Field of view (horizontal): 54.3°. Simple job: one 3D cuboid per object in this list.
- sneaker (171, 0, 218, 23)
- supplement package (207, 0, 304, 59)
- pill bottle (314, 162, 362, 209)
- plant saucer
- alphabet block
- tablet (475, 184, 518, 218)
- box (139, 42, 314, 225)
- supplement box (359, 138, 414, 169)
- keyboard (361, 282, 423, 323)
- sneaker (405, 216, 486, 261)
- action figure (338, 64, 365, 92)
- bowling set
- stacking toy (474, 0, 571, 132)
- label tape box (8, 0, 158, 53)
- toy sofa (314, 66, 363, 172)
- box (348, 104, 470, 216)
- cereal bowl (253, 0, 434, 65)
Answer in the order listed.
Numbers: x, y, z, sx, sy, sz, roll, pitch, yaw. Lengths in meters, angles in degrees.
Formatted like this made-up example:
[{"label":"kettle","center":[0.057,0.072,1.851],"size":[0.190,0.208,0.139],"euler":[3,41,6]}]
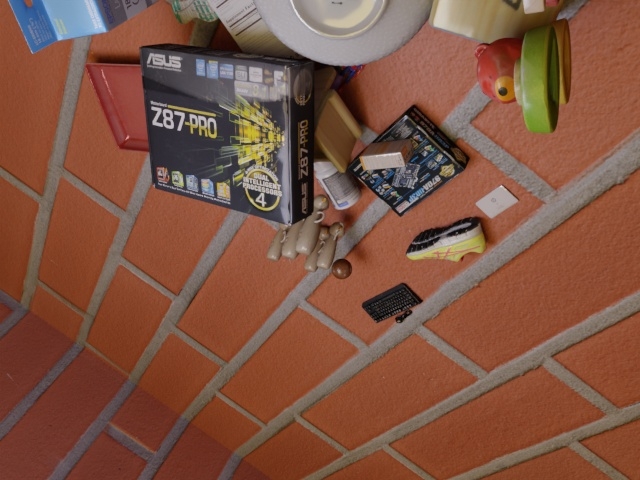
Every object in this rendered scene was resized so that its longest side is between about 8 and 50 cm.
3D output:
[{"label":"sneaker","center":[-0.243,-0.503,1.318],"size":[0.167,0.076,0.065],"euler":[16,136,41]},{"label":"supplement package","center":[-0.111,-0.472,1.237],"size":[0.134,0.139,0.244],"euler":[-18,117,39]},{"label":"pill bottle","center":[0.036,-0.149,1.490],"size":[0.078,0.078,0.137],"euler":[-12,122,37]},{"label":"plant saucer","center":[-0.459,-0.346,1.622],"size":[0.259,0.047,0.258],"euler":[9,133,24]},{"label":"alphabet block","center":[0.305,-0.438,0.989],"size":[0.194,0.192,0.197],"euler":[20,135,11]},{"label":"tablet","center":[0.393,-0.085,1.391],"size":[0.054,0.006,0.083],"euler":[41,136,-8]},{"label":"box","center":[-0.195,-0.228,1.293],"size":[0.395,0.097,0.318],"euler":[17,118,29]},{"label":"supplement box","center":[0.142,-0.183,1.332],"size":[0.099,0.062,0.036],"euler":[-1,125,33]},{"label":"keyboard","center":[0.204,0.188,1.739],"size":[0.108,0.023,0.180],"euler":[44,137,-12]},{"label":"sneaker","center":[0.300,0.020,1.488],"size":[0.209,0.081,0.094],"euler":[-17,120,39]},{"label":"action figure","center":[0.064,-0.360,1.319],"size":[0.038,0.030,0.115],"euler":[44,134,-4]},{"label":"bowling set","center":[0.000,0.000,1.608],"size":[0.200,0.154,0.287],"euler":[26,165,-22]},{"label":"stacking toy","center":[0.245,-0.291,0.821],"size":[0.131,0.279,0.308],"euler":[1,125,28]},{"label":"label tape box","center":[-0.465,-0.545,1.232],"size":[0.106,0.333,0.240],"euler":[9,132,24]},{"label":"toy sofa","center":[-0.094,-0.267,1.414],"size":[0.363,0.177,0.150],"euler":[5,155,32]},{"label":"box","center":[0.192,-0.171,1.397],"size":[0.175,0.051,0.220],"euler":[41,136,-9]},{"label":"cereal bowl","center":[0.035,-0.435,1.028],"size":[0.339,0.141,0.338],"euler":[5,133,6]}]
